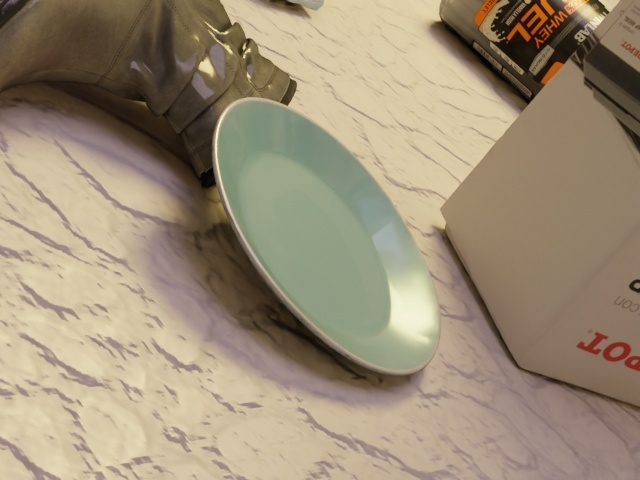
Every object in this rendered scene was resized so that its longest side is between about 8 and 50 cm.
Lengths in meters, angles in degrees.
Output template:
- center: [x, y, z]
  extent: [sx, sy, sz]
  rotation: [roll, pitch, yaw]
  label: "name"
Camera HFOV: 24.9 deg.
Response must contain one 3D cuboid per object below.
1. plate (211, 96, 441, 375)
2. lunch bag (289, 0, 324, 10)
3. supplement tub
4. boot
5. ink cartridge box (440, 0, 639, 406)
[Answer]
- center: [0.000, 0.000, 0.836]
  extent: [0.188, 0.024, 0.188]
  rotation: [39, 30, -27]
  label: "plate"
- center: [-0.032, -0.235, 1.206]
  extent: [0.071, 0.053, 0.083]
  rotation: [6, 65, -51]
  label: "lunch bag"
- center: [0.219, -0.201, 1.411]
  extent: [0.190, 0.117, 0.117]
  rotation: [43, 25, 13]
  label: "supplement tub"
- center: [-0.101, -0.096, 0.834]
  extent: [0.161, 0.083, 0.246]
  rotation: [52, 35, -7]
  label: "boot"
- center: [0.320, -0.063, 0.975]
  extent: [0.285, 0.395, 0.166]
  rotation: [20, 32, -33]
  label: "ink cartridge box"
